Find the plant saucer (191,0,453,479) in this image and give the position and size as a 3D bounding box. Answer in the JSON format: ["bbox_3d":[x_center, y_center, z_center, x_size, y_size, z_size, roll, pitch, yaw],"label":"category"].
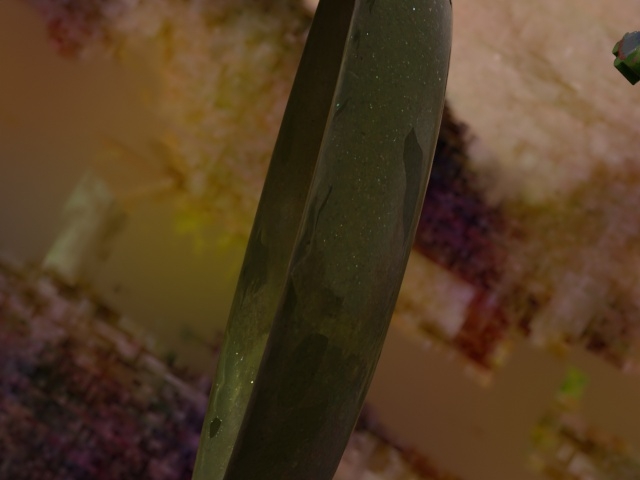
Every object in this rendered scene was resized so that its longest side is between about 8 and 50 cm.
[{"bbox_3d":[0.000,0.000,0.572,0.037,0.241,0.241,15,3,-5],"label":"plant saucer"}]

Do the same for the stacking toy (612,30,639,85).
[{"bbox_3d":[0.248,-0.100,1.039,0.167,0.052,0.221,43,27,-16],"label":"stacking toy"}]
